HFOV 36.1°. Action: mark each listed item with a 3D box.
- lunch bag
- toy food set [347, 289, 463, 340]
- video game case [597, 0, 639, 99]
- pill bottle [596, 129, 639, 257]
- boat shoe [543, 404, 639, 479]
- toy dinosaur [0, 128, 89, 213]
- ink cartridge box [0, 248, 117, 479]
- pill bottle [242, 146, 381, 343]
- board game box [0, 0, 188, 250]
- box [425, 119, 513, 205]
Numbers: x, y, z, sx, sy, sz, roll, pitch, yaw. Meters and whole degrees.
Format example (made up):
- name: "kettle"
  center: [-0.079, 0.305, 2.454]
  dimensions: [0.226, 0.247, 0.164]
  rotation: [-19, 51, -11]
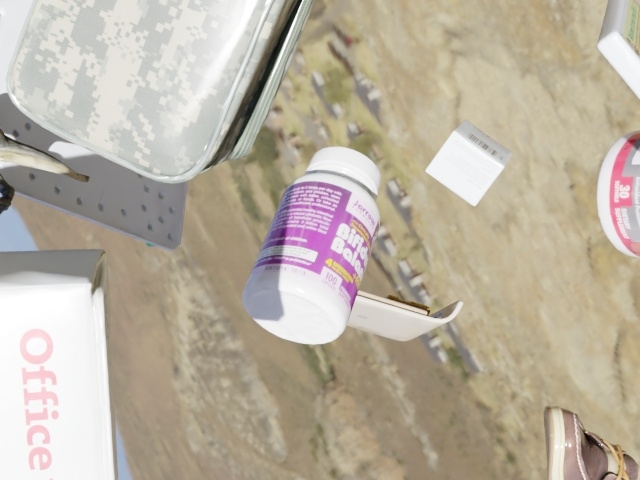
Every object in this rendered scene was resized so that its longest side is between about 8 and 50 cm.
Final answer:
- name: "lunch bag"
  center: [-0.119, -0.226, 0.935]
  dimensions: [0.213, 0.305, 0.256]
  rotation: [25, -167, 2]
- name: "toy food set"
  center: [0.090, 0.100, 1.838]
  dimensions: [0.220, 0.306, 0.092]
  rotation: [135, 151, -70]
- name: "video game case"
  center: [0.328, -0.137, 0.911]
  dimensions: [0.193, 0.023, 0.212]
  rotation: [49, -150, -7]
- name: "pill bottle"
  center: [0.519, -0.057, 1.209]
  dimensions: [0.319, 0.176, 0.176]
  rotation: [4, 123, 55]
- name: "boat shoe"
  center: [0.400, 0.329, 1.426]
  dimensions: [0.342, 0.123, 0.123]
  rotation: [60, -152, -49]
- name: "toy dinosaur"
  center: [-0.397, -0.098, 1.156]
  dimensions: [0.268, 0.064, 0.118]
  rotation: [27, -137, -27]
- name: "ink cartridge box"
  center: [-0.350, 0.159, 0.754]
  dimensions: [0.160, 0.385, 0.279]
  rotation: [-128, 37, -76]
- name: "pill bottle"
  center: [0.000, 0.000, 1.569]
  dimensions: [0.169, 0.301, 0.169]
  rotation: [14, 147, 9]
- name: "board game box"
  center: [-0.339, -0.217, 1.427]
  dimensions: [0.390, 0.050, 0.389]
  rotation: [25, -117, -48]
- name: "box"
  center: [0.244, -0.128, 1.605]
  dimensions: [0.101, 0.087, 0.102]
  rotation: [36, -154, 6]
